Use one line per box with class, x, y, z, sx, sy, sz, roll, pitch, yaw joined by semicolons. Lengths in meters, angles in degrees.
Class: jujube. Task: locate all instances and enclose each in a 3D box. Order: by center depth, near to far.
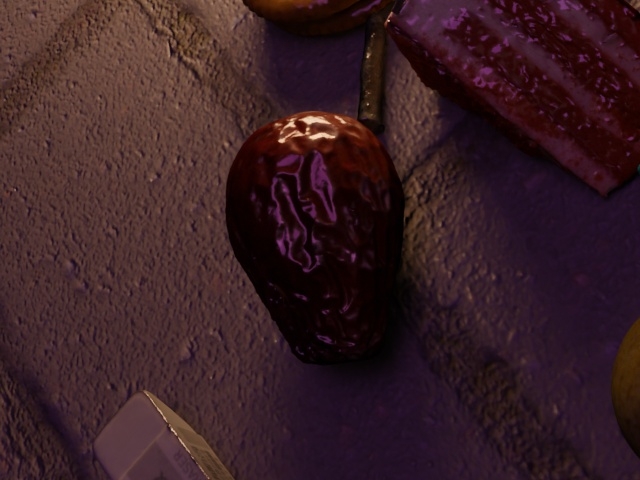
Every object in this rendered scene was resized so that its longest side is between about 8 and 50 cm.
jujube;0.000;0.000;1.126;0.168;0.168;0.236;-18;75;25

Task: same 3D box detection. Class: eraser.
eraser;-0.090;0.276;1.104;0.089;0.061;0.352;-48;52;4

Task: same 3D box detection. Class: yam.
yam;0.054;-0.168;1.240;0.027;0.033;0.129;-28;48;49

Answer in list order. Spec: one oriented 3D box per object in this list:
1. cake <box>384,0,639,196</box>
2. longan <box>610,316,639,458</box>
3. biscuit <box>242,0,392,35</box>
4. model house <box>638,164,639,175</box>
cake;0.200;-0.162;1.131;0.262;0.159;0.158;42;94;3
longan;0.289;0.101;0.887;0.154;0.145;0.176;14;107;19
biscuit;0.009;-0.319;1.310;0.220;0.066;0.220;-13;63;26
model house;0.312;-0.033;0.953;0.100;0.127;0.149;-22;62;22
